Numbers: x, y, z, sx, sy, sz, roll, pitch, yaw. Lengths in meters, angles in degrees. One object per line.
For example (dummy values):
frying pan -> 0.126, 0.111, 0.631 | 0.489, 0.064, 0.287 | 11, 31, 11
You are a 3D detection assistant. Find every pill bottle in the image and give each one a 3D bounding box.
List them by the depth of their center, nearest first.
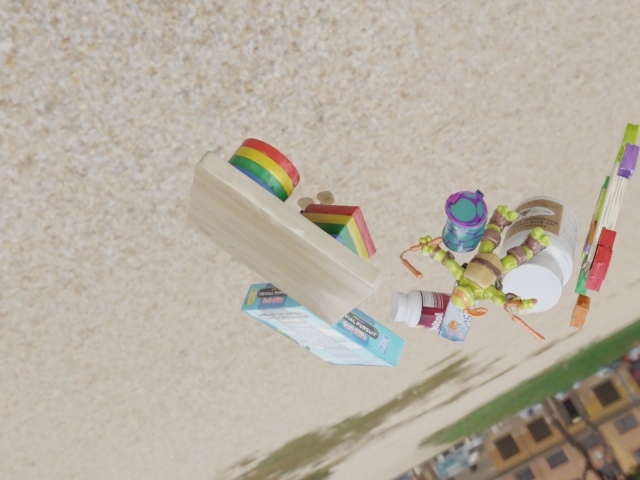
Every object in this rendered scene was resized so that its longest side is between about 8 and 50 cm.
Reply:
pill bottle -> 0.396, 0.025, 1.613 | 0.131, 0.131, 0.229 | -40, -168, 35
pill bottle -> 0.237, 0.155, 1.970 | 0.152, 0.086, 0.086 | 7, 155, -11

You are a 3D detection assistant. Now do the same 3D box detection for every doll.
doll -> 0.000, 0.000, 1.587 | 0.129, 0.046, 0.189 | -20, 136, -20

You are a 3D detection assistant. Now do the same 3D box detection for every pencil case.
pencil case -> 0.226, -0.029, 1.395 | 0.064, 0.070, 0.152 | -34, 163, -6

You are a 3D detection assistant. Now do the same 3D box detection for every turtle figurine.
turtle figurine -> 0.283, 0.053, 1.443 | 0.217, 0.269, 0.087 | -43, 149, -29

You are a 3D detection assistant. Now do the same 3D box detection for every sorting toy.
sorting toy -> -0.040, -0.017, 1.159 | 0.089, 0.257, 0.255 | -54, 180, -19

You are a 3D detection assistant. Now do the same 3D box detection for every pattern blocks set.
pattern blocks set -> 0.382, -0.022, 1.199 | 0.325, 0.026, 0.286 | 66, 42, -68

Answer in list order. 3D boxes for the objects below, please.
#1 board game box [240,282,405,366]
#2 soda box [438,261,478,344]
board game box -> 0.007, 0.212, 2.222 | 0.336, 0.079, 0.253 | 36, 153, -31
soda box -> 0.293, 0.131, 1.813 | 0.183, 0.058, 0.063 | 97, 18, -47
